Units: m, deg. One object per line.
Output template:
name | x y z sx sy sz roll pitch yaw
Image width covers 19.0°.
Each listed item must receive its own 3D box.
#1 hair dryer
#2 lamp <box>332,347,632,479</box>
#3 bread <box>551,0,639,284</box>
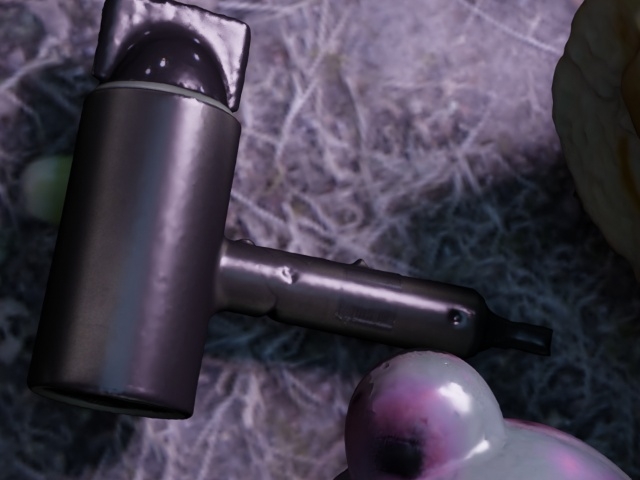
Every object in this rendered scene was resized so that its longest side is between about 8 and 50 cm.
hair dryer | 0.000 0.000 0.913 0.248 0.078 0.195 13 78 -15
lamp | 0.121 0.201 0.801 0.301 0.247 0.247 17 102 -6
bread | 0.317 -0.036 0.849 0.341 0.210 0.300 -11 59 -24
